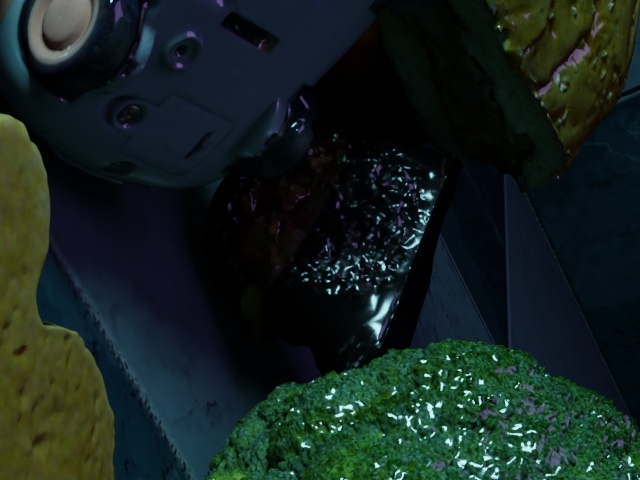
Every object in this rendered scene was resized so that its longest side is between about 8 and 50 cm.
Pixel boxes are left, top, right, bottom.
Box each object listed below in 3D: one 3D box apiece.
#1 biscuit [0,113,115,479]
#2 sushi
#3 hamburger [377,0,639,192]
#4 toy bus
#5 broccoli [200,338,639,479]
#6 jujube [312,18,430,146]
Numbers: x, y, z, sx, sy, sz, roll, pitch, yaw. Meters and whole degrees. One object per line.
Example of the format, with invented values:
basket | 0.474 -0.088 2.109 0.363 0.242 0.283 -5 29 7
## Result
biscuit | -0.160 0.029 0.509 0.340 0.047 0.216 64 28 -52
sushi | 0.000 0.000 0.971 0.153 0.150 0.172 23 85 -78
hamburger | 0.137 -0.190 0.968 0.211 0.132 0.309 -57 135 -24
toy bus | -0.077 -0.186 0.792 0.194 0.288 0.232 20 27 -54
broccoli | 0.069 0.191 0.765 0.304 0.321 0.283 -90 -168 -78
jujube | -0.016 -0.240 1.090 0.276 0.276 0.377 -61 142 -71
